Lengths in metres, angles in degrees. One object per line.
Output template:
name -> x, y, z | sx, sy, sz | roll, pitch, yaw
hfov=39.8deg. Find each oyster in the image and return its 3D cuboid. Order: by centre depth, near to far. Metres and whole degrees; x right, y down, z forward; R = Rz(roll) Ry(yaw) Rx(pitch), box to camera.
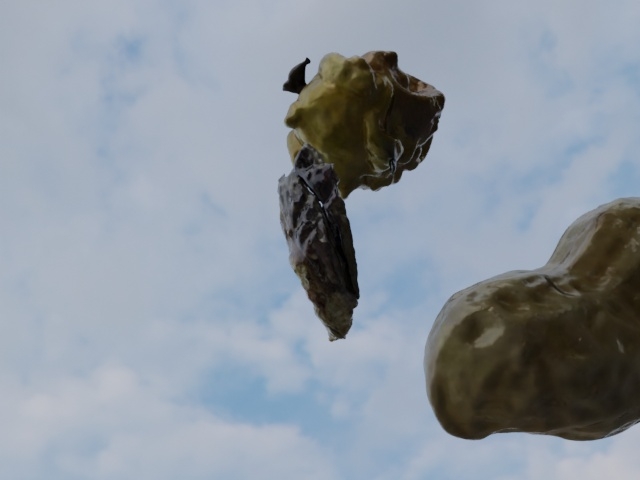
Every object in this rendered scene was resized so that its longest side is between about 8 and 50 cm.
oyster -> -0.011, 0.002, 1.458 | 0.100, 0.271, 0.275 | -15, -43, -12

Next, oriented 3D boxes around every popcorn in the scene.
popcorn -> 0.085, -0.221, 1.659 | 0.316, 0.281, 0.297 | -22, -40, -6

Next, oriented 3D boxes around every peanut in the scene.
peanut -> 0.204, 0.053, 0.646 | 0.325, 0.140, 0.153 | -18, -63, -34
